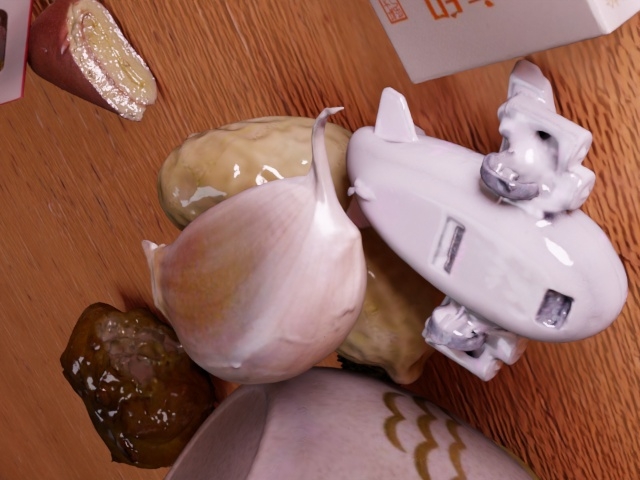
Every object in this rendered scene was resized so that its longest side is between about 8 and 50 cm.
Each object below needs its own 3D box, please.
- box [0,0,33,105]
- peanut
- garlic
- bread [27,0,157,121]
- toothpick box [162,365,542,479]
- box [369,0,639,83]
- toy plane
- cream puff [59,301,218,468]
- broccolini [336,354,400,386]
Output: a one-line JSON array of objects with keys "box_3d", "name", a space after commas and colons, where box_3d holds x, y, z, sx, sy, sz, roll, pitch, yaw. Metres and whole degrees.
[{"box_3d": [-0.485, -0.288, 1.251, 0.312, 0.300, 0.314, 62, 155, 14], "name": "box"}, {"box_3d": [0.003, -0.009, 1.065, 0.291, 0.159, 0.143, 38, -170, -1], "name": "peanut"}, {"box_3d": [-0.025, 0.023, 0.949, 0.148, 0.128, 0.266, 39, 127, -19], "name": "garlic"}, {"box_3d": [-0.259, -0.201, 1.320, 0.192, 0.067, 0.119, 23, 141, 43], "name": "bread"}, {"box_3d": [0.048, 0.354, 1.131, 0.425, 0.409, 0.409, 33, 155, -13], "name": "toothpick box"}, {"box_3d": [0.048, -0.280, 0.777, 0.204, 0.051, 0.365, -5, 119, 58], "name": "box"}, {"box_3d": [0.117, -0.015, 0.919, 0.252, 0.118, 0.252, 20, 121, 37], "name": "toy plane"}, {"box_3d": [-0.244, 0.205, 1.702, 0.269, 0.155, 0.241, 12, 128, 60], "name": "cream puff"}, {"box_3d": [0.071, 0.102, 1.187, 0.074, 0.058, 0.201, 42, 153, 5], "name": "broccolini"}]
